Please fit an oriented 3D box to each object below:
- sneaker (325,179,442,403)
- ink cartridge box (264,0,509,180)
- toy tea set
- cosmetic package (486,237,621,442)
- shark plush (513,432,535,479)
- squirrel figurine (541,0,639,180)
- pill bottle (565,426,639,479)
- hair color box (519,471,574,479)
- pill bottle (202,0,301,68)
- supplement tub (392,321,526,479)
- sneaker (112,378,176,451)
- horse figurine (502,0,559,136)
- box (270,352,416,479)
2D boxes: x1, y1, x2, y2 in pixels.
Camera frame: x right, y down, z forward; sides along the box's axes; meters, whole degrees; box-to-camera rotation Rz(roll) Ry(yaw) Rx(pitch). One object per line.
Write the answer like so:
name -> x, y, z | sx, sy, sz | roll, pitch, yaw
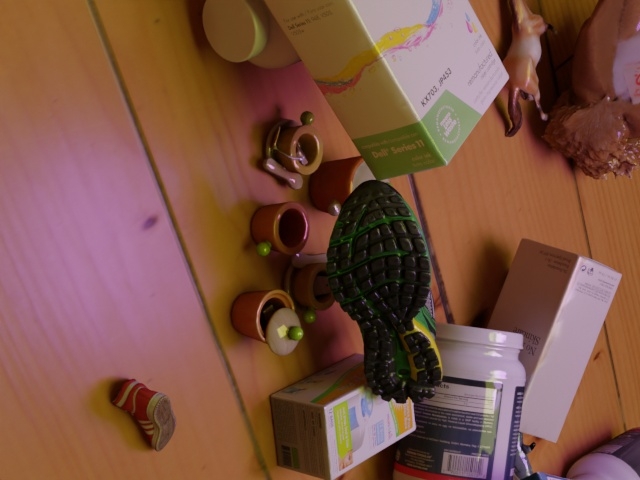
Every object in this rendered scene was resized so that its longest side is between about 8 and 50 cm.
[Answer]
sneaker -> 0.086, 0.059, 1.442 | 0.146, 0.134, 0.343 | -89, 170, -52
ink cartridge box -> 0.070, -0.277, 1.287 | 0.353, 0.119, 0.207 | 56, 50, -23
toy tea set -> 0.000, 0.000, 1.460 | 0.200, 0.124, 0.336 | 24, 75, -47
cosmetic package -> 0.374, 0.168, 1.817 | 0.113, 0.160, 0.309 | 22, 89, -29
shark plush -> 0.373, 0.381, 1.966 | 0.073, 0.067, 0.161 | 14, 83, -48
squirrel figurine -> 0.584, -0.312, 2.027 | 0.397, 0.281, 0.370 | -56, 179, 22
pill bottle -> 0.609, 0.504, 2.165 | 0.318, 0.176, 0.176 | -12, 102, -48
hair color box -> 0.248, 0.478, 1.624 | 0.174, 0.347, 0.105 | 23, 41, -48
pill bottle -> -0.030, -0.311, 1.382 | 0.264, 0.146, 0.146 | -32, 117, -43
supplement tub -> 0.223, 0.273, 1.690 | 0.191, 0.191, 0.272 | 13, 84, -49
sneaker -> -0.217, 0.212, 1.302 | 0.042, 0.067, 0.118 | -53, 159, -35
horse figurine -> 0.370, -0.323, 1.904 | 0.174, 0.066, 0.263 | 31, 67, -54
box -> 0.037, 0.251, 1.541 | 0.203, 0.103, 0.114 | -18, 107, -47
